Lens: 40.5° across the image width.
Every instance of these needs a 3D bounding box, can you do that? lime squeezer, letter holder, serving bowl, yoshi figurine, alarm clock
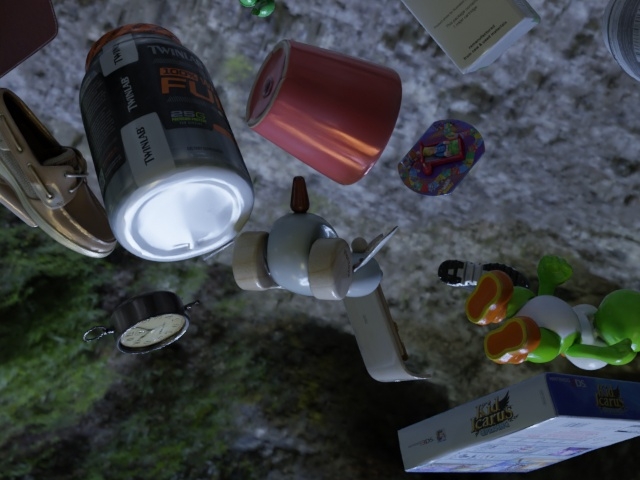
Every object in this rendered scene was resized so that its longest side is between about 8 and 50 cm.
[{"bbox_3d":[-0.166,-0.531,1.894,0.310,0.110,0.059,49,-43,45],"label":"lime squeezer"},{"bbox_3d":[-0.618,-0.455,1.515,0.214,0.152,0.302,-48,147,-29],"label":"letter holder"},{"bbox_3d":[-0.243,0.013,2.021,0.083,0.027,0.083,-32,180,0],"label":"serving bowl"},{"bbox_3d":[0.446,0.134,1.499,0.203,0.362,0.203,9,-91,58],"label":"yoshi figurine"},{"bbox_3d":[-0.307,0.138,1.461,0.064,0.192,0.129,61,-39,24],"label":"alarm clock"}]

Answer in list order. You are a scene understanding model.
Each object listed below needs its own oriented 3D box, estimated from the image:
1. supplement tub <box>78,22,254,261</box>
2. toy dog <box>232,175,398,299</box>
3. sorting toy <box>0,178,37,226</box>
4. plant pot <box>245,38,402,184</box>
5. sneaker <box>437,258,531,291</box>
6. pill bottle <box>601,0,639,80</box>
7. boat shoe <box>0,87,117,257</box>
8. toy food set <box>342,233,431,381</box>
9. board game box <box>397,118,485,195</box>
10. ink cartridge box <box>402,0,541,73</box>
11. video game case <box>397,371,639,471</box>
[{"bbox_3d":[-0.222,-0.144,1.198,0.316,0.194,0.193,66,-34,34],"label":"supplement tub"},{"bbox_3d":[0.000,0.000,1.253,0.334,0.220,0.161,42,54,-87],"label":"toy dog"},{"bbox_3d":[-0.713,-0.167,2.116,0.038,0.193,0.208,-5,-131,45],"label":"sorting toy"},{"bbox_3d":[-0.006,-0.276,1.790,0.275,0.243,0.275,-47,-148,42],"label":"plant pot"},{"bbox_3d":[0.410,0.093,2.114,0.106,0.234,0.078,15,85,-54],"label":"sneaker"},{"bbox_3d":[0.466,-0.277,1.127,0.278,0.162,0.162,-77,-172,-73],"label":"pill bottle"},{"bbox_3d":[-0.466,-0.111,1.513,0.110,0.341,0.121,-32,-157,23],"label":"boat shoe"},{"bbox_3d":[0.135,0.151,1.819,0.220,0.092,0.306,147,-76,-72],"label":"toy food set"},{"bbox_3d":[0.220,-0.162,1.613,0.168,0.133,0.033,-50,144,-6],"label":"board game box"},{"bbox_3d":[0.177,-0.386,1.252,0.117,0.278,0.201,-40,177,24],"label":"ink cartridge box"},{"bbox_3d":[0.281,0.246,1.144,0.244,0.269,0.061,-34,-124,39],"label":"video game case"}]
